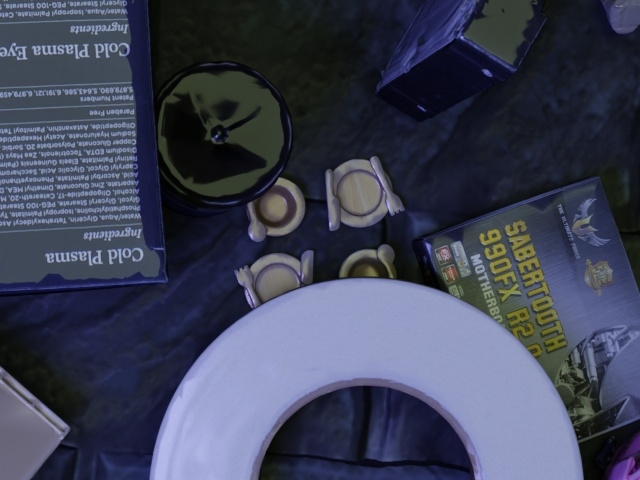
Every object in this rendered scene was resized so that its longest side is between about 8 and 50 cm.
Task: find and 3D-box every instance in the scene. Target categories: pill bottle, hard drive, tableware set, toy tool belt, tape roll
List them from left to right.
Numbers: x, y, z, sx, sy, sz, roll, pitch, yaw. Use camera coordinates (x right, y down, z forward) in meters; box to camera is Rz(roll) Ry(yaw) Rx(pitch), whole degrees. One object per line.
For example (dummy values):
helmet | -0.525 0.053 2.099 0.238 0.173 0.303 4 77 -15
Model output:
pill bottle | -0.099 -0.082 1.486 0.123 0.219 0.122 0 88 -11
tableware set | 0.000 0.000 1.603 0.169 0.020 0.141 -9 90 -11
tape roll | 0.041 0.226 1.543 0.392 0.072 0.391 0 91 0
hard drive | 0.154 -0.231 1.478 0.064 0.339 0.237 31 84 -6
toy tool belt | 0.307 -0.232 1.652 0.083 0.052 0.051 -7 46 -15

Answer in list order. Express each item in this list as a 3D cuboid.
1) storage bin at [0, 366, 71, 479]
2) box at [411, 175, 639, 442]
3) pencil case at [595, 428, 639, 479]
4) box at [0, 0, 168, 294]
storage bin | -0.389 0.182 1.414 0.260 0.123 0.262 42 50 -6
box | 0.210 0.076 1.621 0.183 0.056 0.231 -19 92 -10
pencil case | 0.407 0.335 1.598 0.167 0.160 0.386 -30 95 23
box | -0.239 -0.110 1.399 0.179 0.343 0.312 -5 88 -12
